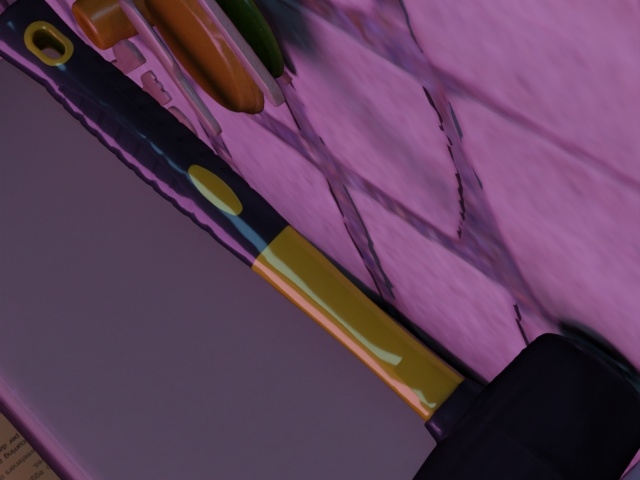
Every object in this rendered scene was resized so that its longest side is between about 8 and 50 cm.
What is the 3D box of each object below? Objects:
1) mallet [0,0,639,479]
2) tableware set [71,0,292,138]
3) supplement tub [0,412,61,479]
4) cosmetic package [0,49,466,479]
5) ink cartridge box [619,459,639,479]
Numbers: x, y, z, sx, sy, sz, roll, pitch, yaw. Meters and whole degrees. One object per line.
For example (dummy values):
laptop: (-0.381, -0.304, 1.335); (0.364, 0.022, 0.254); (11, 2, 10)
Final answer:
mallet: (0.000, 0.000, 0.400); (0.189, 0.062, 0.039); (48, 167, 8)
tableware set: (-0.049, -0.076, 0.435); (0.104, 0.024, 0.154); (54, 167, -9)
supplement tub: (-0.107, 0.180, 0.851); (0.331, 0.241, 0.241); (43, 165, 25)
cosmetic package: (-0.038, 0.069, 0.601); (0.309, 0.113, 0.160); (38, 162, 37)
ink cartridge box: (0.103, 0.171, 0.399); (0.128, 0.127, 0.176); (32, 158, 52)
